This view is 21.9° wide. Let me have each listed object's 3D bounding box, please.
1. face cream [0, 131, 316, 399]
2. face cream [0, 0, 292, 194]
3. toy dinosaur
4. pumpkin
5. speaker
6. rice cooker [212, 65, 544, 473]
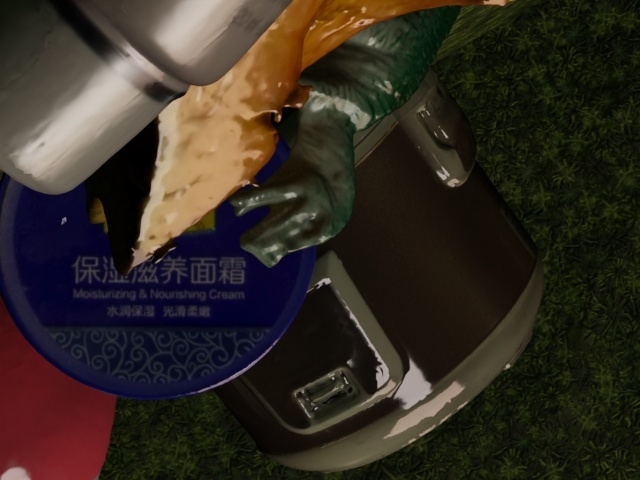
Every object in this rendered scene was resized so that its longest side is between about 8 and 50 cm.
[{"bbox_3d":[-0.108,-0.002,1.073,0.206,0.206,0.111,-31,-176,-5],"label":"face cream"},{"bbox_3d":[0.000,-0.140,0.548,0.314,0.089,0.143,-39,178,10],"label":"face cream"},{"bbox_3d":[0.029,-0.162,0.944,0.076,0.129,0.383,-16,-142,59],"label":"toy dinosaur"},{"bbox_3d":[-0.036,-0.123,0.773,0.254,0.149,0.130,-35,-136,-7],"label":"pumpkin"},{"bbox_3d":[-0.274,0.135,1.306,0.294,0.294,0.294,-31,180,0],"label":"speaker"},{"bbox_3d":[0.000,0.000,1.447,0.335,0.325,0.335,-34,-165,10],"label":"rice cooker"}]
